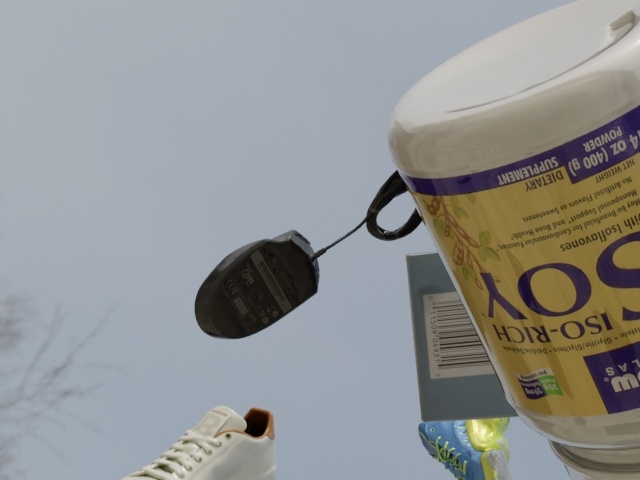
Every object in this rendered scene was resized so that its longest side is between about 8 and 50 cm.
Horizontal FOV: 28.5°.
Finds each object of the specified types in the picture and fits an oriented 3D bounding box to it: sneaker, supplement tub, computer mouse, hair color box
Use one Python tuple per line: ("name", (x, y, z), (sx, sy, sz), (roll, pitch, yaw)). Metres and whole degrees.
("sneaker", (0.197, 0.302, 1.732), (0.126, 0.240, 0.091), (-8, -56, 16))
("supplement tub", (0.218, 0.005, 0.952), (0.241, 0.241, 0.331), (-9, -65, 45))
("computer mouse", (0.000, 0.000, 1.026), (0.041, 0.242, 0.071), (35, -26, 61))
("sneaker", (-0.167, 0.278, 1.626), (0.106, 0.290, 0.123), (14, -75, 35))
("hair color box", (0.194, 0.106, 1.517), (0.114, 0.374, 0.185), (-6, -93, 13))
